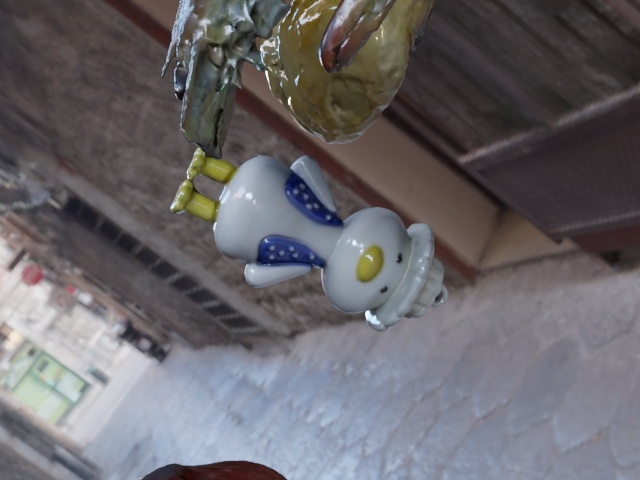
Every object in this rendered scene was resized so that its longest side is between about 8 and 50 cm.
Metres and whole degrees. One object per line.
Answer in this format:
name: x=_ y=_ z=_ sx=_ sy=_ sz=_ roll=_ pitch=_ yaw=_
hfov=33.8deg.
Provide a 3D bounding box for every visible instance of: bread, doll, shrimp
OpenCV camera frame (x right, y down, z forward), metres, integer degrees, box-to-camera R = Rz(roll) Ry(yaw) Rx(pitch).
bread: x=0.027 y=-0.222 z=1.075 sx=0.244 sy=0.134 sz=0.244 roll=-58 pitch=10 yaw=17
doll: x=0.000 y=0.000 z=1.027 sx=0.138 sy=0.293 sz=0.119 roll=-66 pitch=16 yaw=-8
shrimp: x=-0.014 y=-0.172 z=0.693 sx=0.058 sy=0.173 sz=0.253 roll=21 pitch=-98 yaw=-63

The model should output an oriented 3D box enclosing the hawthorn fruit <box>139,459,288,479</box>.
hawthorn fruit: x=-0.113 y=0.367 z=1.036 sx=0.295 sy=0.311 sz=0.295 roll=-13 pitch=20 yaw=5
